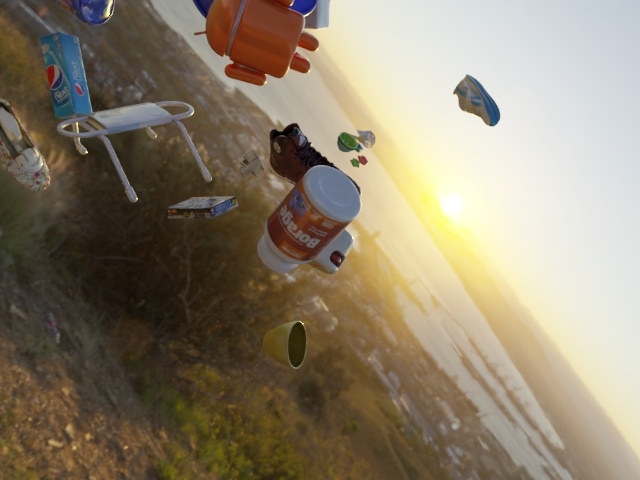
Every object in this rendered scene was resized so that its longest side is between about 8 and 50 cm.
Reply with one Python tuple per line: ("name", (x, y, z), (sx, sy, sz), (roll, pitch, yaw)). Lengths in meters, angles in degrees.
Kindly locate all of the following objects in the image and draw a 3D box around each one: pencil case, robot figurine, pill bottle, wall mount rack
("pencil case", (-0.655, -0.651, 1.458), (0.306, 0.119, 0.133), (32, 9, 8))
("robot figurine", (-0.113, -0.380, 1.081), (0.219, 0.158, 0.128), (18, 60, -12))
("pill bottle", (-0.030, -0.031, 1.109), (0.121, 0.216, 0.121), (22, 45, -24))
("wall mount rack", (-0.443, -0.236, 1.456), (0.350, 0.130, 0.304), (-23, 43, -37))

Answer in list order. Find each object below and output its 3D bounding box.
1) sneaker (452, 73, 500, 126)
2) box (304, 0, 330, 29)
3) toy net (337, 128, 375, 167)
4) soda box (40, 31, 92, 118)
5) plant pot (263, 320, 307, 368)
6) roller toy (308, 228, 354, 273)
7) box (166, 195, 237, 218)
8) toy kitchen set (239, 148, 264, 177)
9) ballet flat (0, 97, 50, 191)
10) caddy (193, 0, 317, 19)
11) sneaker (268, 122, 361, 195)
("sneaker", (0.534, -0.462, 2.016), (0.087, 0.092, 0.228), (10, 46, -38))
("box", (-0.072, -0.688, 1.643), (0.119, 0.182, 0.181), (-50, 145, -62))
("toy net", (0.137, -0.316, 1.930), (0.122, 0.045, 0.232), (46, 38, 4))
("soda box", (-0.667, -0.430, 1.550), (0.071, 0.067, 0.210), (-23, 103, -71))
("plant pot", (-0.108, 0.298, 1.699), (0.134, 0.095, 0.134), (-1, 90, -67))
("roller toy", (0.000, 0.000, 1.790), (0.209, 0.146, 0.191), (35, -9, -17))
("box", (-0.273, -0.077, 1.359), (0.094, 0.137, 0.027), (-34, 120, -53))
("toy kitchen set", (-0.219, -0.223, 1.698), (0.075, 0.068, 0.083), (38, -17, 33))
("ballet flat", (-0.704, -0.221, 1.365), (0.091, 0.077, 0.241), (-45, 119, -36))
("caddy", (-0.169, -0.632, 1.428), (0.341, 0.179, 0.241), (-17, 103, -46))
("sneaker", (-0.027, -0.194, 1.453), (0.281, 0.106, 0.162), (27, -31, 24))
